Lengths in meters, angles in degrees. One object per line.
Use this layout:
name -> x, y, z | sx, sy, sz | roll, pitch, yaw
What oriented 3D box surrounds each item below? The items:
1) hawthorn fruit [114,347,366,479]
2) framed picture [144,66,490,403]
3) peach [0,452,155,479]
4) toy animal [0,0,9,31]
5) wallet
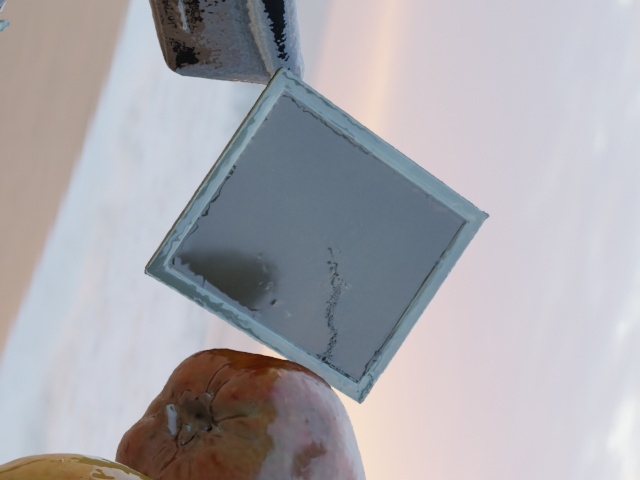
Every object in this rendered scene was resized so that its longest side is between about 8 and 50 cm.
hawthorn fruit -> -0.048, 0.217, 1.663 | 0.262, 0.210, 0.210 | 50, 42, -47
framed picture -> 0.000, 0.000, 1.851 | 0.231, 0.293, 0.018 | -56, -147, 0
peach -> -0.145, 0.202, 1.076 | 0.184, 0.184, 0.184 | -169, -90, -89
toy animal -> -0.305, -0.120, 1.370 | 0.137, 0.269, 0.082 | 52, -32, 23
wallet -> -0.094, -0.228, 1.833 | 0.250, 0.149, 0.044 | 85, 14, -57
